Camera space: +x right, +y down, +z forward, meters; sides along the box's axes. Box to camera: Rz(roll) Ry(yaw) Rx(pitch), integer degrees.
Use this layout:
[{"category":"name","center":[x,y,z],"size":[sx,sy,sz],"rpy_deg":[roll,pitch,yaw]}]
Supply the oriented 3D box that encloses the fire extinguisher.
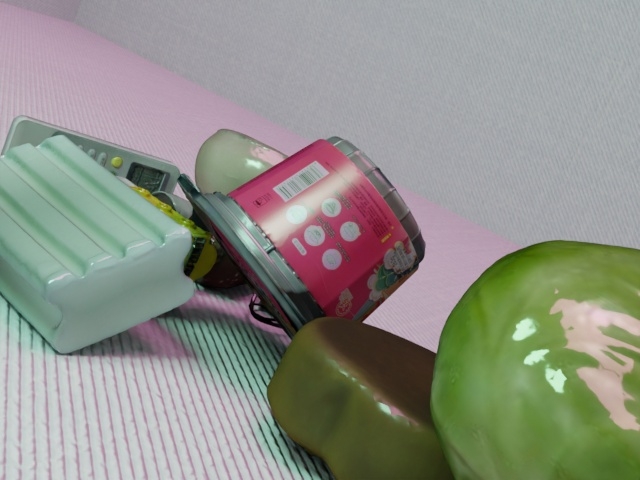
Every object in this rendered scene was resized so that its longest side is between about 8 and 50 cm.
[{"category":"fire extinguisher","center":[-0.103,-0.006,1.339],"size":[0.114,0.135,0.337],"rpy_deg":[14,9,18]}]

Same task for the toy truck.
[{"category":"toy truck","center":[-0.223,-0.006,1.145],"size":[0.227,0.114,0.098],"rpy_deg":[32,14,35]}]

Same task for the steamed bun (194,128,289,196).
[{"category":"steamed bun","center":[-0.106,-0.077,1.605],"size":[0.232,0.145,0.232],"rpy_deg":[27,-3,1]}]

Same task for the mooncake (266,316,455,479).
[{"category":"mooncake","center":[0.073,0.173,0.924],"size":[0.235,0.117,0.235],"rpy_deg":[26,11,-5]}]

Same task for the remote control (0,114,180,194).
[{"category":"remote control","center":[-0.326,-0.096,1.376],"size":[0.250,0.103,0.034],"rpy_deg":[17,11,-34]}]

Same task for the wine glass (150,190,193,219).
[{"category":"wine glass","center":[-0.190,-0.029,1.427],"size":[0.073,0.073,0.155],"rpy_deg":[30,12,29]}]

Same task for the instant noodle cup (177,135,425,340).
[{"category":"instant noodle cup","center":[0.000,0.000,1.094],"size":[0.302,0.182,0.258],"rpy_deg":[55,-8,-14]}]

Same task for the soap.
[{"category":"soap","center":[-0.267,-0.007,1.000],"size":[0.160,0.087,0.265],"rpy_deg":[-24,41,-33]}]

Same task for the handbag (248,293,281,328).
[{"category":"handbag","center":[-0.036,0.080,1.258],"size":[0.115,0.072,0.139],"rpy_deg":[34,29,25]}]

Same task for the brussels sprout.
[{"category":"brussels sprout","center":[0.230,0.143,0.751],"size":[0.328,0.247,0.328],"rpy_deg":[17,47,-19]}]
